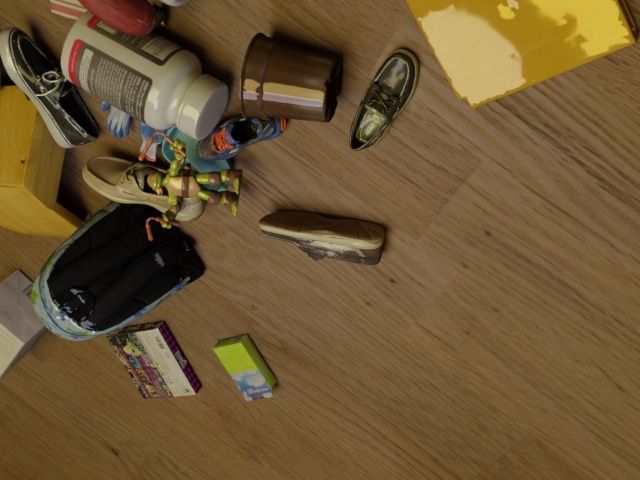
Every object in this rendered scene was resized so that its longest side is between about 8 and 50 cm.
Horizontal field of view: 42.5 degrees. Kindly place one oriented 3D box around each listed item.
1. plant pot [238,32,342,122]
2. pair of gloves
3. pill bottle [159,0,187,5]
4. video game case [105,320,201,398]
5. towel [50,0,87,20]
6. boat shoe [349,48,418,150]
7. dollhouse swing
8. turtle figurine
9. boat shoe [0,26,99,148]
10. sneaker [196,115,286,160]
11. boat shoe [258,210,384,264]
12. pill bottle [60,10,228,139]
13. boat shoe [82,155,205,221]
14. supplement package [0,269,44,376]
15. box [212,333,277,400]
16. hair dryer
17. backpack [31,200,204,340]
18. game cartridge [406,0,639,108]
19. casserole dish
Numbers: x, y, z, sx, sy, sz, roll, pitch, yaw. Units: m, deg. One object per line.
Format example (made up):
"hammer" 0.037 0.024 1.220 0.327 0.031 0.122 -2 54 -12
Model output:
"plant pot" -0.052 -0.301 1.582 0.165 0.167 0.167 13 127 11
"pair of gloves" -0.423 -0.278 1.855 0.198 0.023 0.159 33 127 20
"pill bottle" -0.363 -0.562 1.568 0.264 0.153 0.153 24 129 11
"video game case" -0.467 0.339 2.304 0.210 0.042 0.232 -12 114 34
"towel" -0.513 -0.557 1.738 0.144 0.029 0.197 20 131 15
"boat shoe" 0.117 -0.257 1.567 0.080 0.073 0.224 33 131 5
"dollhouse swing" -0.760 -0.191 2.094 0.346 0.305 0.315 4 81 27
"turtle figurine" -0.284 -0.110 1.790 0.217 0.087 0.270 8 120 -5
"boat shoe" -0.609 -0.350 1.872 0.104 0.113 0.306 -10 119 26
"sneaker" -0.181 -0.224 1.728 0.221 0.087 0.083 -21 93 31
"boat shoe" 0.000 0.000 1.788 0.285 0.103 0.092 7 119 17
"pill bottle" -0.357 -0.338 1.700 0.318 0.176 0.176 30 130 8
"boat shoe" -0.409 -0.138 1.894 0.302 0.109 0.098 21 151 8
"supplement package" -0.922 0.258 2.406 0.177 0.175 0.293 43 131 -6
"box" -0.193 0.334 2.153 0.109 0.042 0.178 -16 112 36
"hair dryer" -0.418 -0.459 1.571 0.223 0.293 0.080 23 97 -6
"backpack" -0.505 0.085 1.948 0.273 0.355 0.290 -23 109 38
"game cartridge" 0.323 -0.399 1.383 0.323 0.053 0.285 -18 111 38
"casserole dish" -0.272 -0.187 1.849 0.188 0.037 0.114 39 131 1
